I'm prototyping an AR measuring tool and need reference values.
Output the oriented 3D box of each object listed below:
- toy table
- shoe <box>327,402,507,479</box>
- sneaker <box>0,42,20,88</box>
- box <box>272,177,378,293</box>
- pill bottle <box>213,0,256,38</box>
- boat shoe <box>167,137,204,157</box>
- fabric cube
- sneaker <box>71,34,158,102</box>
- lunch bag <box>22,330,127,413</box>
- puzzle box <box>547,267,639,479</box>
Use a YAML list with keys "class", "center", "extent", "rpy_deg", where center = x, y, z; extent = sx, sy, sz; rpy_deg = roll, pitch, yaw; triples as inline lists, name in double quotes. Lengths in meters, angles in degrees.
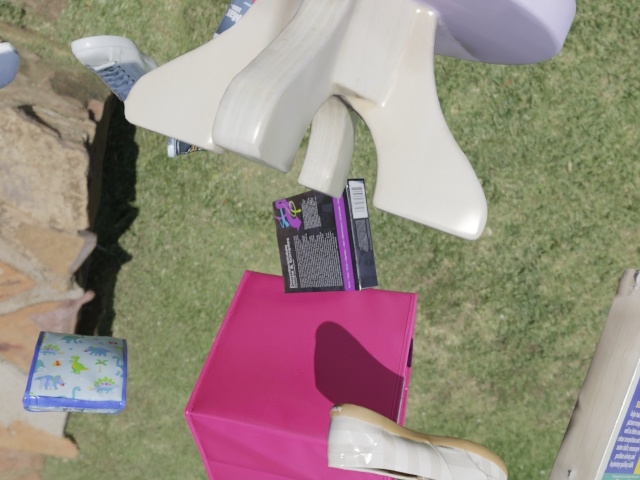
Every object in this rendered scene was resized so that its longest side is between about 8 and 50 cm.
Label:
- class: "toy table"
  center: [0.004, -0.116, 0.408]
  extent: [0.274, 0.252, 0.161]
  rpy_deg: [21, 93, 22]
- class: "shoe"
  center: [0.099, 0.227, 0.623]
  extent: [0.219, 0.058, 0.076]
  rpy_deg: [25, 144, -19]
- class: "sneaker"
  center: [-0.506, -0.234, 0.897]
  extent: [0.152, 0.061, 0.054]
  rpy_deg: [-34, 105, 10]
- class: "box"
  center: [0.000, 0.000, 0.693]
  extent: [0.029, 0.116, 0.162]
  rpy_deg: [-7, 179, -34]
- class: "pill bottle"
  center: [-0.149, -0.408, 1.212]
  extent: [0.108, 0.108, 0.180]
  rpy_deg: [25, 102, -24]
- class: "boat shoe"
  center: [-0.312, -0.240, 1.479]
  extent: [0.083, 0.183, 0.065]
  rpy_deg: [5, 110, 0]
- class: "fabric cube"
  center: [-0.008, 0.230, 0.881]
  extent: [0.258, 0.254, 0.259]
  rpy_deg: [6, 136, 11]
- class: "sneaker"
  center: [-0.432, -0.365, 1.355]
  extent: [0.106, 0.290, 0.123]
  rpy_deg: [-12, 88, 15]
- class: "lunch bag"
  center: [-0.340, 0.195, 0.859]
  extent: [0.129, 0.151, 0.096]
  rpy_deg: [8, 98, -21]
- class: "puzzle box"
  center: [0.458, 0.203, 0.776]
  extent: [0.409, 0.052, 0.272]
  rpy_deg: [18, 93, -37]
